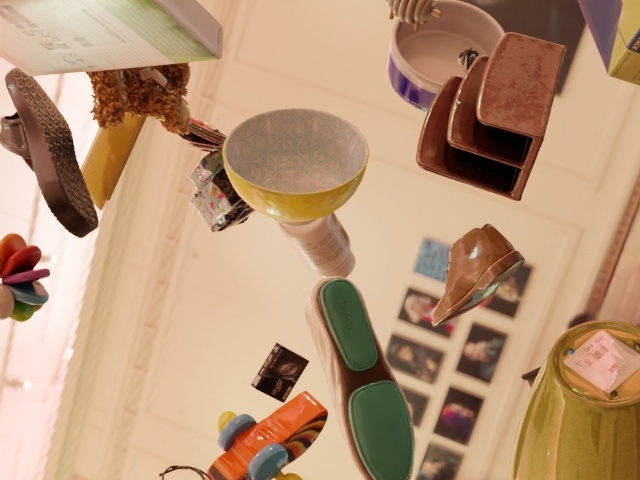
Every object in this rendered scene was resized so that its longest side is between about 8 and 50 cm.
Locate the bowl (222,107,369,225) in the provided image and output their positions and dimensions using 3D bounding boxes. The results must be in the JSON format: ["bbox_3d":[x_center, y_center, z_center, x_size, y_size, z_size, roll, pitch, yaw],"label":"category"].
[{"bbox_3d":[-0.049,-0.123,2.024,0.289,0.289,0.156,-59,-22,-45],"label":"bowl"}]

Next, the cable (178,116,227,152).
[{"bbox_3d":[-0.224,-0.241,2.299,0.139,0.287,0.072,37,-109,-44],"label":"cable"}]

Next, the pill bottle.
[{"bbox_3d":[0.000,0.000,2.453,0.131,0.131,0.229,-65,-35,-25],"label":"pill bottle"}]

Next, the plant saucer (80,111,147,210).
[{"bbox_3d":[-0.447,-0.239,2.239,0.333,0.081,0.333,-152,86,-79],"label":"plant saucer"}]

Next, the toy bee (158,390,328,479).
[{"bbox_3d":[-0.126,0.354,1.596,0.195,0.298,0.162,-120,32,-43],"label":"toy bee"}]

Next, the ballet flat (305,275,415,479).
[{"bbox_3d":[0.065,0.262,1.825,0.139,0.139,0.400,54,-163,-77],"label":"ballet flat"}]

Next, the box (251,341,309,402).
[{"bbox_3d":[-0.066,0.219,1.665,0.083,0.067,0.018,-58,33,-2],"label":"box"}]

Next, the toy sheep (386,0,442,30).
[{"bbox_3d":[0.180,-0.464,1.973,0.091,0.132,0.091,-56,-18,-29],"label":"toy sheep"}]

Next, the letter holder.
[{"bbox_3d":[0.311,-0.250,1.862,0.152,0.214,0.302,101,-170,-45],"label":"letter holder"}]

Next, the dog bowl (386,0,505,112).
[{"bbox_3d":[0.281,-0.408,2.246,0.104,0.264,0.265,100,-166,-58],"label":"dog bowl"}]

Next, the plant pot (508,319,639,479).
[{"bbox_3d":[0.366,0.250,1.293,0.294,0.274,0.275,74,-147,-41],"label":"plant pot"}]

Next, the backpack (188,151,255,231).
[{"bbox_3d":[-0.212,-0.140,2.499,0.225,0.191,0.253,-36,-9,-31],"label":"backpack"}]

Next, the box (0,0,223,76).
[{"bbox_3d":[-0.322,-0.296,1.341,0.232,0.321,0.059,33,-121,-65],"label":"box"}]

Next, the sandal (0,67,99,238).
[{"bbox_3d":[-0.533,-0.169,1.880,0.107,0.446,0.167,-32,-40,5],"label":"sandal"}]

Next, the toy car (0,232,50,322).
[{"bbox_3d":[-0.614,0.072,2.051,0.182,0.136,0.159,68,-159,5],"label":"toy car"}]

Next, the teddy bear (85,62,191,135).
[{"bbox_3d":[-0.352,-0.298,1.754,0.338,0.113,0.245,2,-105,-53],"label":"teddy bear"}]

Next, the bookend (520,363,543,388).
[{"bbox_3d":[0.517,0.319,2.100,0.157,0.156,0.072,-13,-17,-47],"label":"bookend"}]

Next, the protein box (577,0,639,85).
[{"bbox_3d":[0.471,-0.296,1.314,0.200,0.201,0.136,-93,23,-45],"label":"protein box"}]

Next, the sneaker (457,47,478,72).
[{"bbox_3d":[0.292,-0.363,2.026,0.040,0.043,0.109,-48,-14,-2],"label":"sneaker"}]

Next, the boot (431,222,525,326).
[{"bbox_3d":[0.299,0.073,2.059,0.112,0.115,0.305,-23,-20,-35],"label":"boot"}]
